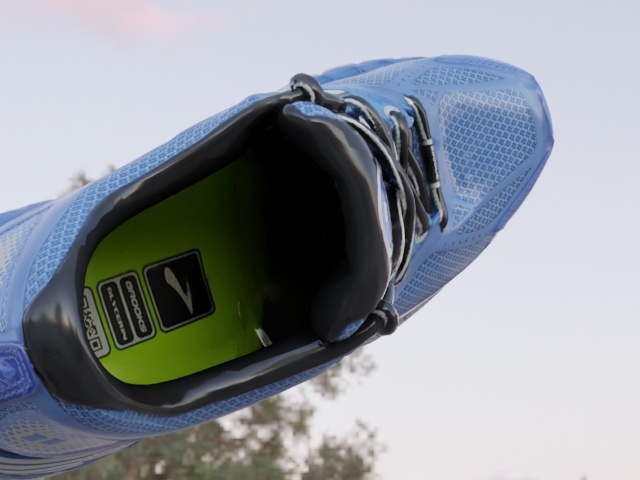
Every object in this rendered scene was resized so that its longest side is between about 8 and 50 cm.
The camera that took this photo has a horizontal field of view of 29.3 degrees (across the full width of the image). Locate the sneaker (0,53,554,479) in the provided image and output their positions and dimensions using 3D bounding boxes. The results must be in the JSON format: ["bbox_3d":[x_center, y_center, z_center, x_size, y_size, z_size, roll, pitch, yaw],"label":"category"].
[{"bbox_3d":[0.000,0.000,0.486,0.330,0.130,0.147,-29,11,-39],"label":"sneaker"}]
